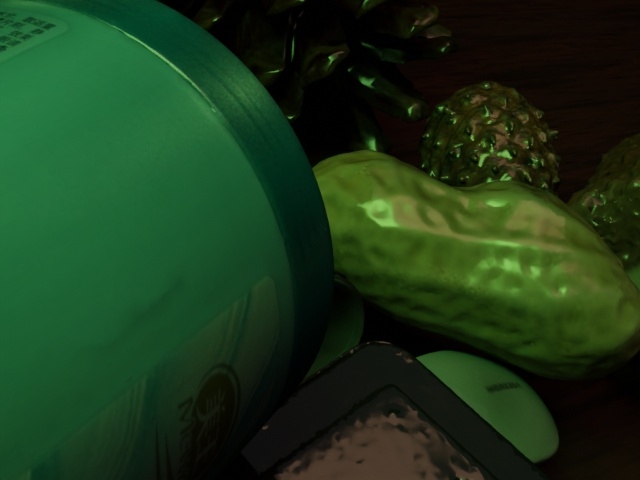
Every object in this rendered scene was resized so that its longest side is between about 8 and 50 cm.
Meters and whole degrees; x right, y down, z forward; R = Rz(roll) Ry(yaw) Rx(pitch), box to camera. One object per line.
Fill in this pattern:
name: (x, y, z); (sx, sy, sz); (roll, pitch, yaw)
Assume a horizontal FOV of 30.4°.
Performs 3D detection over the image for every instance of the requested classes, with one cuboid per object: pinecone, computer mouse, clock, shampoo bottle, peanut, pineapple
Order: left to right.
shampoo bottle: (-0.213, 0.055, 0.647); (0.331, 0.331, 0.343); (31, 35, 13)
pinecone: (-0.014, -0.250, 1.208); (0.384, 0.384, 0.384); (15, 34, -11)
clock: (0.044, 0.209, 0.777); (0.273, 0.049, 0.279); (-32, 61, -34)
computer mouse: (0.090, 0.150, 0.920); (0.231, 0.079, 0.128); (-12, 48, -37)
peanut: (0.123, 0.016, 0.982); (0.313, 0.152, 0.152); (19, 33, 6)
pineapple: (0.198, -0.012, 1.170); (0.170, 0.141, 0.310); (28, 36, -39)

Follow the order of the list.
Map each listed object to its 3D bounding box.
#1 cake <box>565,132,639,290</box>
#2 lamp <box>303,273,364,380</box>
cake: (0.424, -0.003, 1.120); (0.290, 0.256, 0.282); (56, 34, -6)
lamp: (-0.097, 0.034, 0.940); (0.172, 0.147, 0.227); (-22, 44, -31)
